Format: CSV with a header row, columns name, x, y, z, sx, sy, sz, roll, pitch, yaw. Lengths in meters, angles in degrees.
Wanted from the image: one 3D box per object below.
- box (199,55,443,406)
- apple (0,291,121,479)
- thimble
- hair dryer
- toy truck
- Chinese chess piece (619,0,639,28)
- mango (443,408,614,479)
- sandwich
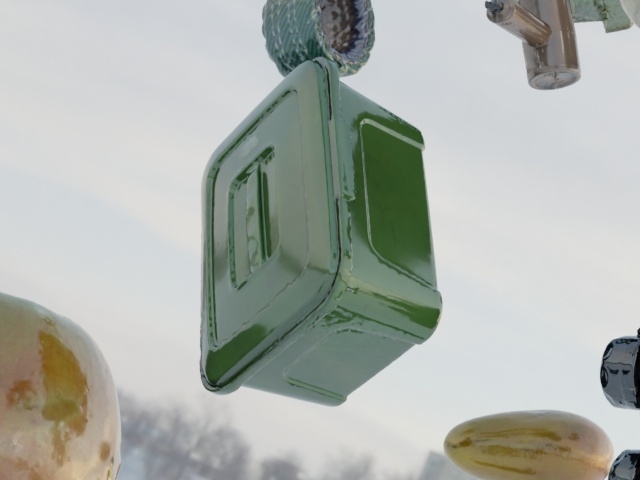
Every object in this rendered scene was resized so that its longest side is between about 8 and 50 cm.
name,x,y,z,sx,sy,sz,roll,pitch,yaw
box,0.000,0.000,1.658,0.178,0.329,0.253,20,-42,-29
apple,-0.373,0.201,1.677,0.338,0.305,0.338,8,-36,6
thimble,-0.003,-0.247,1.773,0.090,0.135,0.118,-7,-4,40
hair dryer,0.234,-0.248,1.771,0.064,0.117,0.181,-15,-19,29
toy truck,0.370,0.180,1.506,0.147,0.224,0.165,-1,-1,37
Chinese chess piece,0.465,-0.328,1.802,0.257,0.104,0.257,-8,-17,-3
mango,0.284,0.281,2.093,0.253,0.113,0.138,7,4,-21
sandwich,0.341,-0.319,1.981,0.244,0.088,0.090,-6,-29,0
